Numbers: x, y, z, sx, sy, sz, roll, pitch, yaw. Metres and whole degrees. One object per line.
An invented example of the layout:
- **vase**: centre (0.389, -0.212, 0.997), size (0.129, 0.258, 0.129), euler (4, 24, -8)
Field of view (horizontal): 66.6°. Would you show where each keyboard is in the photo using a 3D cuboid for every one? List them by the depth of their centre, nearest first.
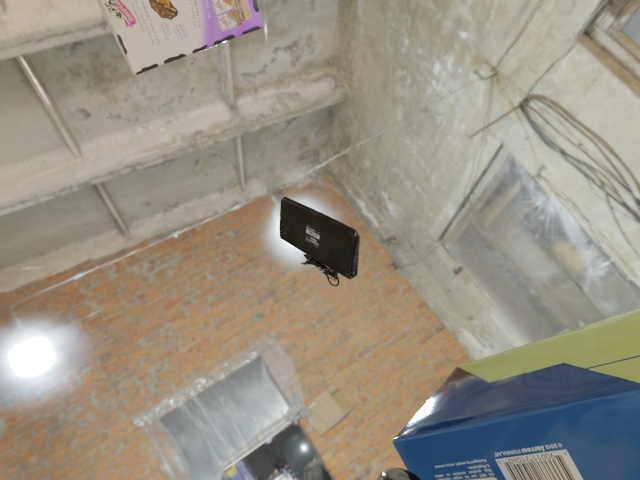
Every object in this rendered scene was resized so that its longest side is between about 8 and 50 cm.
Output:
- **keyboard**: centre (0.000, 0.000, 0.759), size (0.038, 0.192, 0.100), euler (-9, -65, -36)

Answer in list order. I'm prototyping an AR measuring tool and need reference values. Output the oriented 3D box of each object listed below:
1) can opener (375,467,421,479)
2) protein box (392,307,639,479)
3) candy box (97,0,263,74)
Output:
- **can opener**: centre (0.057, 0.182, 0.274), size (0.073, 0.059, 0.186), euler (-55, -35, -17)
- **protein box**: centre (0.204, 0.187, 0.361), size (0.199, 0.201, 0.135), euler (-34, -7, 41)
- **candy box**: centre (-0.194, -0.337, 0.641), size (0.196, 0.070, 0.165), euler (-26, -46, -12)
